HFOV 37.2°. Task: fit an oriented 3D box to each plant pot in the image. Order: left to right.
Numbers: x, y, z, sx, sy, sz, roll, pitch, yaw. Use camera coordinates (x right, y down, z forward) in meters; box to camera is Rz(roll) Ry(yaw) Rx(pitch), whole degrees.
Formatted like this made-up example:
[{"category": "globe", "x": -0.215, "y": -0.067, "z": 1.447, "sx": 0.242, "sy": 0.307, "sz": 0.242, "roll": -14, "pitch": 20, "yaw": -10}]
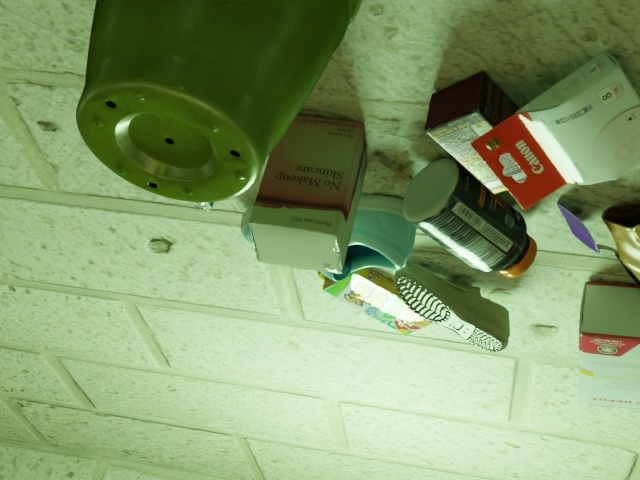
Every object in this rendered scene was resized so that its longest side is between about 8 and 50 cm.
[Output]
[{"category": "plant pot", "x": -0.150, "y": -0.253, "z": 1.257, "sx": 0.367, "sy": 0.353, "sz": 0.366, "roll": 10, "pitch": 149, "yaw": 6}]

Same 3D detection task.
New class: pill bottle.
[{"category": "pill bottle", "x": 0.269, "y": -0.028, "z": 1.653, "sx": 0.246, "sy": 0.130, "sz": 0.130, "roll": 34, "pitch": 144, "yaw": -29}]

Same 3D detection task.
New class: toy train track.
[{"category": "toy train track", "x": 0.128, "y": -0.130, "z": 1.662, "sx": 0.083, "sy": 0.014, "sz": 0.048, "roll": 31, "pitch": 153, "yaw": -15}]

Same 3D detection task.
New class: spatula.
[{"category": "spatula", "x": 0.520, "y": 0.023, "z": 1.707, "sx": 0.296, "sy": 0.084, "sz": 0.030, "roll": 31, "pitch": 101, "yaw": -34}]

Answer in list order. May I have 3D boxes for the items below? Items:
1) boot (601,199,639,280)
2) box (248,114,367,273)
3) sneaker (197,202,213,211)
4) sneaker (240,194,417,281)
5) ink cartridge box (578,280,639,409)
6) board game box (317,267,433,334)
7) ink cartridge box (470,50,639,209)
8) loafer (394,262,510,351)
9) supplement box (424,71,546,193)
[{"category": "boot", "x": 0.625, "y": 0.021, "z": 1.573, "sx": 0.295, "sy": 0.104, "sz": 0.211, "roll": 5, "pitch": 147, "yaw": 44}, {"category": "box", "x": -0.016, "y": -0.080, "z": 1.588, "sx": 0.149, "sy": 0.232, "sz": 0.127, "roll": 8, "pitch": 149, "yaw": 10}, {"category": "sneaker", "x": -0.214, "y": -0.106, "z": 1.795, "sx": 0.065, "sy": 0.076, "sz": 0.166, "roll": 46, "pitch": 173, "yaw": 8}, {"category": "sneaker", "x": 0.000, "y": 0.000, "z": 1.788, "sx": 0.366, "sy": 0.150, "sz": 0.135, "roll": -3, "pitch": 143, "yaw": 27}, {"category": "ink cartridge box", "x": 0.631, "y": 0.217, "z": 1.892, "sx": 0.226, "sy": 0.131, "sz": 0.306, "roll": 4, "pitch": 148, "yaw": 16}, {"category": "board game box", "x": 0.125, "y": 0.123, "z": 2.046, "sx": 0.259, "sy": 0.039, "sz": 0.124, "roll": 32, "pitch": 144, "yaw": -21}, {"category": "ink cartridge box", "x": 0.371, "y": -0.143, "z": 1.410, "sx": 0.232, "sy": 0.066, "sz": 0.189, "roll": -37, "pitch": 129, "yaw": 13}, {"category": "loafer", "x": 0.272, "y": 0.126, "z": 1.939, "sx": 0.268, "sy": 0.092, "sz": 0.102, "roll": 34, "pitch": 145, "yaw": -2}, {"category": "supplement box", "x": 0.263, "y": -0.164, "z": 1.485, "sx": 0.104, "sy": 0.080, "sz": 0.188, "roll": -18, "pitch": 136, "yaw": 41}]
